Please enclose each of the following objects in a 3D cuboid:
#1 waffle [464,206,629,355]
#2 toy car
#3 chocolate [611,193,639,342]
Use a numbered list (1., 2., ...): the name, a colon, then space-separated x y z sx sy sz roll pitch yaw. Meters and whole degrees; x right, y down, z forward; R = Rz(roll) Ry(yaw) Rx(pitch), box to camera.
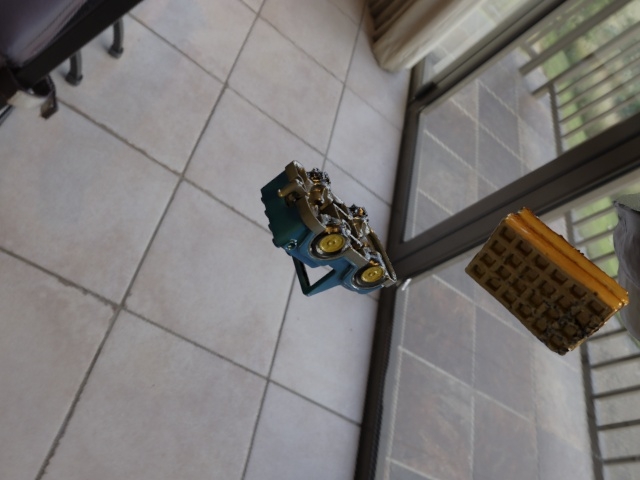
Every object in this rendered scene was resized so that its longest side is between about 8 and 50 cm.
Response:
1. waffle: 0.241 0.046 0.608 0.042 0.102 0.148 -26 63 -40
2. toy car: 0.000 0.000 0.627 0.191 0.100 0.097 36 27 -45
3. chocolate: 0.461 0.058 0.615 0.284 0.284 0.186 -9 107 -43
